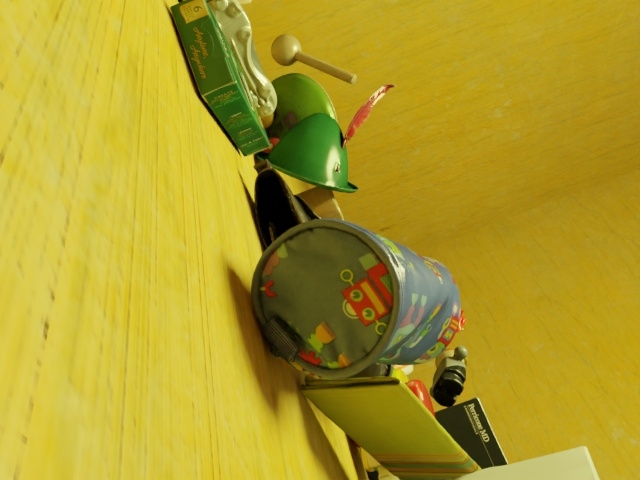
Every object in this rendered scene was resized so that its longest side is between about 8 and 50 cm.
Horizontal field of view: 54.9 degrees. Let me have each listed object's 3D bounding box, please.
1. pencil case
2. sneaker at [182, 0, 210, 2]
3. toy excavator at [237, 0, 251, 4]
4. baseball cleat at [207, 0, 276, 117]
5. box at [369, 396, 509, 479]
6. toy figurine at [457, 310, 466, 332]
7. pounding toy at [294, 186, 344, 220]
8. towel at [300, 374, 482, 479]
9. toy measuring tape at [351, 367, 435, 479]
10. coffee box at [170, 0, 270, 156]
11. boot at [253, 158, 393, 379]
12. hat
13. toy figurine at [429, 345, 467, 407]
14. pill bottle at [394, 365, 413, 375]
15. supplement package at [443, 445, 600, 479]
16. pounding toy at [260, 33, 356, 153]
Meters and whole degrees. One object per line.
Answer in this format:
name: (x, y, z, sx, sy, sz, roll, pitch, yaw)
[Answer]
pencil case: (0.049, 0.062, 0.577, 0.119, 0.133, 0.306, 43, 8, 21)
sneaker: (-0.154, -0.328, 0.773, 0.047, 0.057, 0.119, 63, 5, -51)
toy excavator: (-0.169, -0.524, 0.867, 0.433, 0.222, 0.445, -108, -170, -56)
baseball cleat: (-0.132, -0.276, 0.913, 0.109, 0.072, 0.206, 49, -16, 46)
box: (0.181, 0.371, 0.827, 0.103, 0.184, 0.261, 66, 5, -49)
toy figurine: (0.106, 0.206, 1.331, 0.362, 0.217, 0.191, -5, -50, 48)
pounding toy: (0.002, 0.005, 0.970, 0.206, 0.094, 0.181, 65, 5, -61)
towel: (0.080, 0.190, 0.606, 0.237, 0.102, 0.021, 51, 39, -40)
toy measuring tape: (0.099, 0.279, 0.773, 0.121, 0.121, 0.330, 67, 12, -50)
coffee box: (-0.108, -0.178, 0.700, 0.184, 0.040, 0.113, 60, 9, -78)
boot: (-0.006, 0.054, 0.737, 0.263, 0.091, 0.229, 66, 6, 23)
hat: (0.010, -0.189, 0.962, 0.208, 0.173, 0.184, -73, -176, -78)
toy figurine: (0.127, 0.169, 1.006, 0.148, 0.213, 0.210, -52, 122, -71)
pill bottle: (0.086, 0.166, 1.188, 0.121, 0.121, 0.221, 54, 15, -81)
supplement package: (0.189, 0.361, 0.529, 0.198, 0.199, 0.263, -24, 93, -74)
pounding toy: (-0.064, -0.217, 1.076, 0.183, 0.110, 0.237, 39, -50, 23)
